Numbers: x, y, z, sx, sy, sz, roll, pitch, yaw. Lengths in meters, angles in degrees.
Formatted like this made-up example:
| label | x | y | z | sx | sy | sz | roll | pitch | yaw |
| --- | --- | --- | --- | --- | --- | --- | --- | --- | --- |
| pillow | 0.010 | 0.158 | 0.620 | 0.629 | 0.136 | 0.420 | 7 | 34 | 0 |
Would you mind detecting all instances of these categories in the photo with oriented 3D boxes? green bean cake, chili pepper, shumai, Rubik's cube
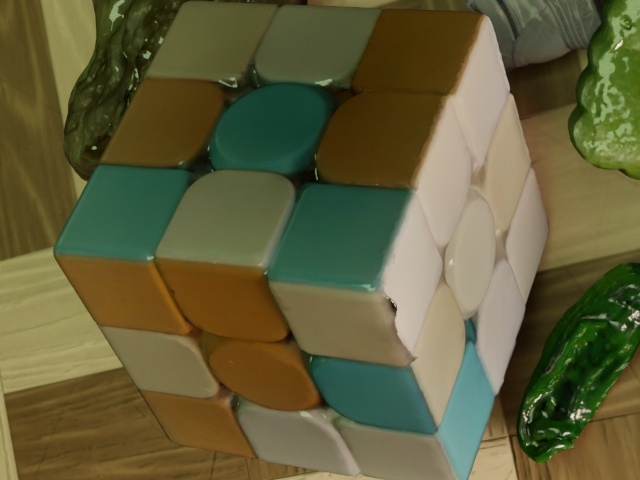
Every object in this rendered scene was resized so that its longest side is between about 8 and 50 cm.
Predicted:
| label | x | y | z | sx | sy | sz | roll | pitch | yaw |
| --- | --- | --- | --- | --- | --- | --- | --- | --- | --- |
| green bean cake | 0.380 | -0.153 | 1.615 | 0.248 | 0.125 | 0.222 | 18 | 100 | 2 |
| chili pepper | 0.285 | 0.117 | 1.731 | 0.100 | 0.074 | 0.257 | 37 | 111 | 20 |
| shumai | -0.188 | -0.248 | 1.892 | 0.346 | 0.217 | 0.283 | -36 | 75 | 26 |
| Rubik's cube | 0.000 | 0.000 | 1.648 | 0.344 | 0.347 | 0.346 | 7 | 53 | 24 |

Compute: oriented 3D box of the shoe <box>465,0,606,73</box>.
| label | x | y | z | sx | sy | sz | roll | pitch | yaw |
| --- | --- | --- | --- | --- | --- | --- | --- | --- | --- |
| shoe | 0.205 | -0.296 | 1.756 | 0.137 | 0.095 | 0.245 | -26 | 85 | 22 |
